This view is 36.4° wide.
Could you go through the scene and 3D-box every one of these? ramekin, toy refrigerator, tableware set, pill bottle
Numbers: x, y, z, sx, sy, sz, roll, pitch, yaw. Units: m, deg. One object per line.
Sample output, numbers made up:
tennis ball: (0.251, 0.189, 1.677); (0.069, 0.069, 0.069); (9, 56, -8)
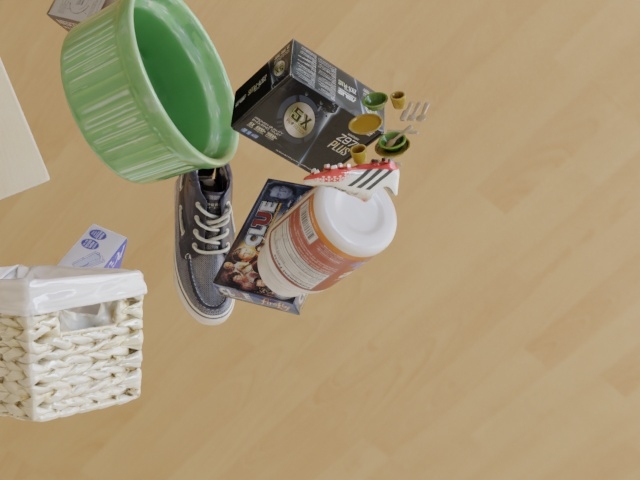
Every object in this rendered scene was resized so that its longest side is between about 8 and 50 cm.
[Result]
ramekin: (-0.266, -0.234, 1.517); (0.148, 0.303, 0.303); (-20, 114, 19)
toy refrigerator: (-0.384, -0.172, 1.007); (0.102, 0.094, 0.270); (-25, 106, -19)
tableware set: (0.082, -0.156, 1.318); (0.104, 0.154, 0.024); (6, 135, 23)
pill bottle: (0.000, 0.000, 1.320); (0.121, 0.121, 0.216); (35, 145, -12)

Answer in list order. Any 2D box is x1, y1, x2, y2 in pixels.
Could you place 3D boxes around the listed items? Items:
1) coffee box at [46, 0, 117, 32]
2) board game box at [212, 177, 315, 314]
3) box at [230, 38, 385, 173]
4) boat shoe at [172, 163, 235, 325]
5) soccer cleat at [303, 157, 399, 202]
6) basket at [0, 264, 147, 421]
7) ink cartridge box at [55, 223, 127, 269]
coffee box: (-0.372, -0.412, 1.832); (0.246, 0.141, 0.098); (20, 79, 32)
board game box: (-0.067, 0.006, 1.732); (0.165, 0.243, 0.042); (11, 148, 24)
box: (-0.018, -0.190, 1.444); (0.180, 0.078, 0.147); (28, 137, -30)
boat shoe: (-0.223, -0.016, 1.898); (0.127, 0.341, 0.158); (-4, 156, -20)
soccer cleat: (0.027, -0.048, 0.817); (0.083, 0.029, 0.036); (-8, 99, -14)
basket: (-0.226, 0.074, 0.750); (0.167, 0.113, 0.103); (0, 93, 39)
ink cartridge box: (-0.266, 0.076, 1.001); (0.046, 0.207, 0.097); (22, 121, 0)
